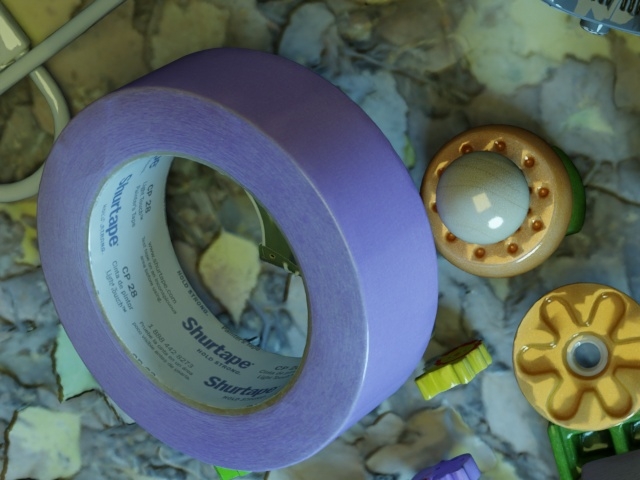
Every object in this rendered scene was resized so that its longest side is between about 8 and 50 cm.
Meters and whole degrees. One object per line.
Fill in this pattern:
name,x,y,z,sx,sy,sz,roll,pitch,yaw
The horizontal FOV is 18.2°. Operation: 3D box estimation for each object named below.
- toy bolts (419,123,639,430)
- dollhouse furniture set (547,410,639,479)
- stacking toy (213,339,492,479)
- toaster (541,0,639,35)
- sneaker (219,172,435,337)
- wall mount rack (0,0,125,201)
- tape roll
toy bolts,0.193,0.008,1.295,0.228,0.158,0.218,-20,85,13
dollhouse furniture set,0.264,0.267,1.358,0.151,0.197,0.301,-14,102,12
stacking toy,0.055,0.188,1.451,0.221,0.052,0.167,-25,99,17
toaster,0.208,-0.244,1.247,0.129,0.146,0.227,17,109,3
sneaker,0.000,0.000,1.400,0.086,0.064,0.192,-27,100,23
wall mount rack,-0.271,-0.189,1.352,0.304,0.130,0.350,-35,98,17
tape roll,-0.059,0.014,1.337,0.275,0.090,0.275,17,122,30
